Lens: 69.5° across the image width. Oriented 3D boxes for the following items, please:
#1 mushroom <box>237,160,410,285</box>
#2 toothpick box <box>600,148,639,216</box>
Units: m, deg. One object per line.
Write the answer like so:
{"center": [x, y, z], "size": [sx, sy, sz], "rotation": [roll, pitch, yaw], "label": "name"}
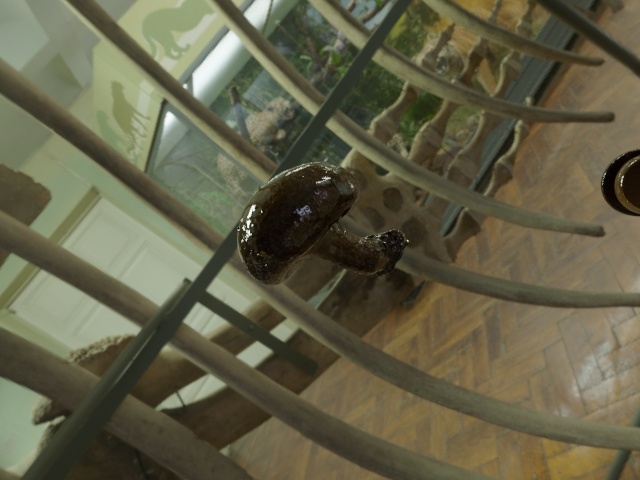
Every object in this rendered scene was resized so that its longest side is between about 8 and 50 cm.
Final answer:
{"center": [-0.019, 0.003, 1.097], "size": [0.331, 0.356, 0.334], "rotation": [-24, 12, 31], "label": "mushroom"}
{"center": [0.862, -0.151, 1.229], "size": [0.192, 0.192, 0.294], "rotation": [-47, -15, 26], "label": "toothpick box"}
